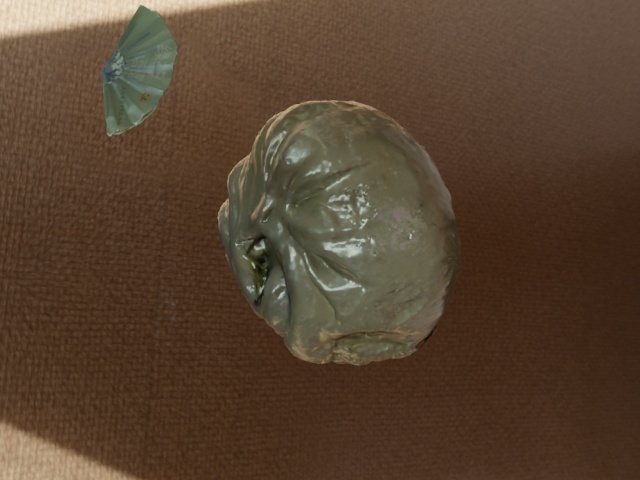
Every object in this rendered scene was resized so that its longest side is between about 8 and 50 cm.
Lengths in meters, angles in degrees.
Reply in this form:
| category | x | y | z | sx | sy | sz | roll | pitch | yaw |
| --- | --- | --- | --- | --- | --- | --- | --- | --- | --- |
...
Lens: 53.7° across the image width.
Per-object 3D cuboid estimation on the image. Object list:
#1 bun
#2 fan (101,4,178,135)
| category | x | y | z | sx | sy | sz | roll | pitch | yaw |
| --- | --- | --- | --- | --- | --- | --- | --- | --- | --- |
| bun | 0.000 | 0.000 | 0.786 | 0.210 | 0.359 | 0.360 | -13 | 93 | -26 |
| fan | -0.295 | -0.278 | 1.019 | 0.131 | 0.009 | 0.240 | 4 | 74 | 12 |
